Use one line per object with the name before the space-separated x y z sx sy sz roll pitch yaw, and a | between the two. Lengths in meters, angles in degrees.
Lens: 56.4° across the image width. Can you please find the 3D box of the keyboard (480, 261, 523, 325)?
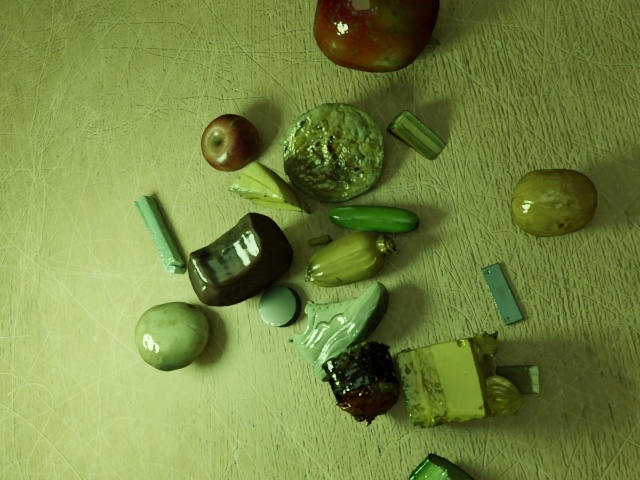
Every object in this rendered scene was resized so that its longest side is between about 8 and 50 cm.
keyboard | 0.517 0.152 1.702 0.055 0.014 0.176 -24 71 14

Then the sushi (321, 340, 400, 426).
sushi | 0.131 0.382 1.627 0.197 0.343 0.181 -32 68 1

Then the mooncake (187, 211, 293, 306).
mooncake | -0.240 0.064 1.856 0.326 0.333 0.174 -21 68 -27

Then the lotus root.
lotus root | 0.089 0.059 1.824 0.304 0.131 0.146 -22 95 16

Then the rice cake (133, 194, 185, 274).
rice cake | -0.571 -0.020 2.130 0.063 0.066 0.336 -39 67 19

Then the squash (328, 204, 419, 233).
squash | 0.166 -0.067 1.847 0.293 0.082 0.082 5 81 23

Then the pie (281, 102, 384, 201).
pie | 0.037 -0.273 1.884 0.340 0.077 0.338 2 106 8

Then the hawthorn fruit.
hawthorn fruit | 0.193 -0.693 1.834 0.403 0.403 0.402 -5 77 20

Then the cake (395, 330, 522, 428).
cake | 0.375 0.374 1.598 0.286 0.222 0.227 -17 75 17

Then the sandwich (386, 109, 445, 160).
sandwich | 0.300 -0.330 1.888 0.163 0.113 0.079 37 93 -11

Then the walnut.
walnut | 0.631 -0.102 1.615 0.222 0.195 0.195 -7 76 14

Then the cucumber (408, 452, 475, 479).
cucumber | 0.338 0.666 1.582 0.130 0.191 0.191 -47 67 4

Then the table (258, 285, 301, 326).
table | -0.131 0.212 1.922 0.134 0.043 0.133 -5 77 21

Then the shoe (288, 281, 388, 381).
shoe | 0.046 0.236 1.800 0.211 0.132 0.342 39 97 21

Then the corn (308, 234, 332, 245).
corn | 0.000 0.000 1.927 0.083 0.028 0.027 -12 59 22

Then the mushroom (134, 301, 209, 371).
mushroom | -0.483 0.307 1.962 0.255 0.184 0.254 -5 41 4

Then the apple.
apple | -0.305 -0.332 2.049 0.201 0.162 0.201 -2 86 29

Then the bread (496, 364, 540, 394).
bread | 0.522 0.369 1.582 0.105 0.152 0.077 -6 76 15

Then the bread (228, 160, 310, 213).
bread | -0.149 -0.125 1.893 0.135 0.240 0.178 -45 67 7
